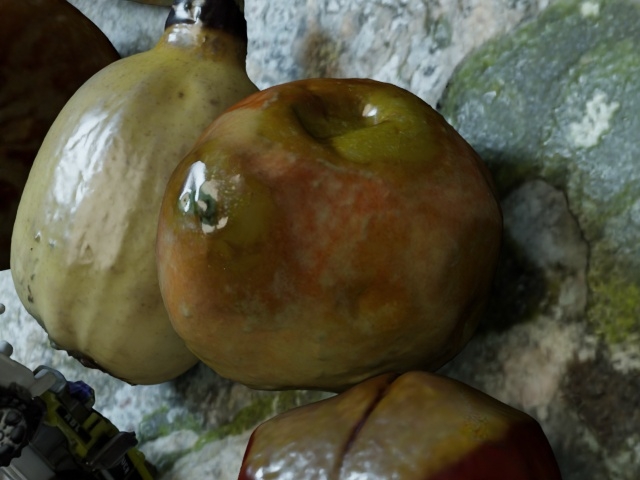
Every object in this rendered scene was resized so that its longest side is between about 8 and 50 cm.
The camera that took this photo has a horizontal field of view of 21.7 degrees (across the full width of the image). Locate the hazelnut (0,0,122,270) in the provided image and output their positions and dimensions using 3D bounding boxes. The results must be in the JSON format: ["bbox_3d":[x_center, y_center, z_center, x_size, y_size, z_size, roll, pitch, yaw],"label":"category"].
[{"bbox_3d":[-0.245,-0.093,1.315,0.218,0.218,0.234,5,109,44],"label":"hazelnut"}]

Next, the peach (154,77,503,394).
[{"bbox_3d":[0.000,0.000,1.047,0.214,0.235,0.214,-3,86,40],"label":"peach"}]

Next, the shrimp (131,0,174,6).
[{"bbox_3d":[-0.245,-0.243,1.322,0.296,0.169,0.058,15,93,5],"label":"shrimp"}]

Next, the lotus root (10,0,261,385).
[{"bbox_3d":[-0.113,-0.050,1.209,0.182,0.182,0.310,20,89,44],"label":"lotus root"}]

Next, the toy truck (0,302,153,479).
[{"bbox_3d":[-0.225,0.122,1.192,0.136,0.286,0.111,25,69,43],"label":"toy truck"}]

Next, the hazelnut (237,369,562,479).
[{"bbox_3d":[0.052,0.188,1.001,0.212,0.181,0.181,0,51,37],"label":"hazelnut"}]
